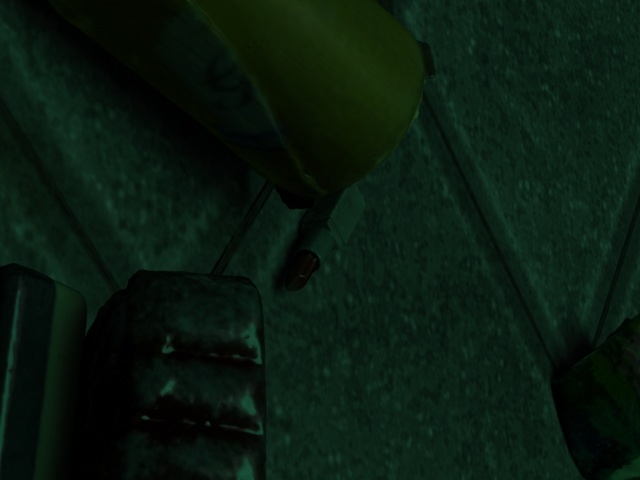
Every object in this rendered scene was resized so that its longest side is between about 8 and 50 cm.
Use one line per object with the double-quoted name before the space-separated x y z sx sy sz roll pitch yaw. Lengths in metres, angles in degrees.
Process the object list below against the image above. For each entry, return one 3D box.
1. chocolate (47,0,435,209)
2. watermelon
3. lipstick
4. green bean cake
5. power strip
"chocolate" -0.110 -0.181 1.091 0.445 0.162 0.162 35 52 -44
"watermelon" 0.321 0.192 1.720 0.146 0.128 0.231 -34 113 -38
"lipstick" -0.001 0.000 1.300 0.030 0.030 0.129 62 35 -27
"green bean cake" -0.096 0.132 0.933 0.097 0.232 0.198 6 72 -13
"power strip" -0.189 0.146 0.868 0.070 0.105 0.256 29 57 -45
